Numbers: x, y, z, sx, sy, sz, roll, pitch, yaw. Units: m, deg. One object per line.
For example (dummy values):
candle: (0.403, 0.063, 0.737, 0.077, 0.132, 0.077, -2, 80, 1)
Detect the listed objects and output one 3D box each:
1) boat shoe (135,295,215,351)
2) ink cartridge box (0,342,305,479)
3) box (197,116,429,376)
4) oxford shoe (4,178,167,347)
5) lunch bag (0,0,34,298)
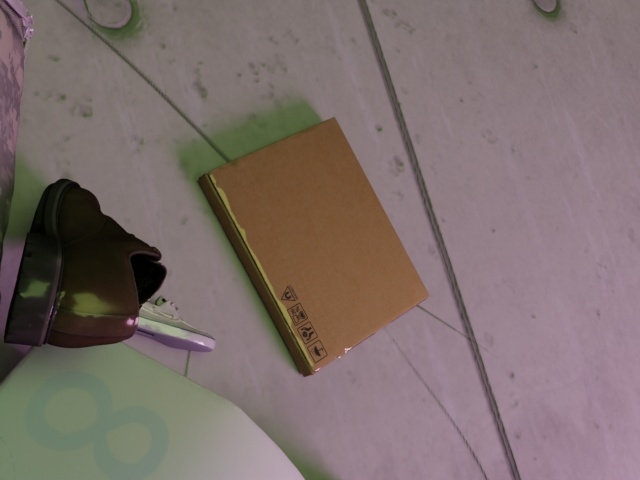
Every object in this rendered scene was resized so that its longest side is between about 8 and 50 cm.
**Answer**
boat shoe: (-0.128, 0.062, 0.734, 0.100, 0.035, 0.035, 20, 66, -19)
ink cartridge box: (-0.079, 0.251, 0.545, 0.384, 0.091, 0.308, 26, 43, 4)
box: (0.000, 0.000, 0.848, 0.164, 0.021, 0.201, -28, 90, -37)
oxford shoe: (-0.159, 0.019, 0.632, 0.096, 0.227, 0.083, 11, 108, -18)
lunch bag: (-0.311, -0.053, 0.555, 0.256, 0.212, 0.305, 17, 65, -47)
